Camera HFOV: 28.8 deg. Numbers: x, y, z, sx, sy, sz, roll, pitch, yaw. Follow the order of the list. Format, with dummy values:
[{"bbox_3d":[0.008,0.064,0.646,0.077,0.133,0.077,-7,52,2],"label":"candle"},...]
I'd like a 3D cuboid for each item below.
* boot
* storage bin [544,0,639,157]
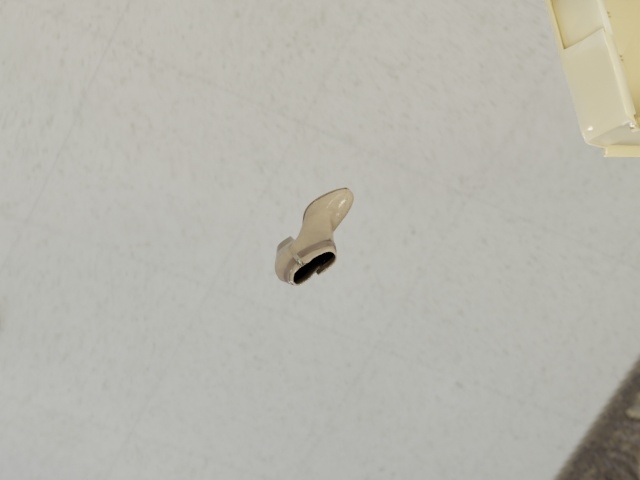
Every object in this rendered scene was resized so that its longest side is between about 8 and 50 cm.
[{"bbox_3d":[0.000,0.000,1.310,0.118,0.087,0.042,-44,116,3],"label":"boot"},{"bbox_3d":[0.307,-0.210,1.036,0.260,0.262,0.123,-2,164,-39],"label":"storage bin"}]
